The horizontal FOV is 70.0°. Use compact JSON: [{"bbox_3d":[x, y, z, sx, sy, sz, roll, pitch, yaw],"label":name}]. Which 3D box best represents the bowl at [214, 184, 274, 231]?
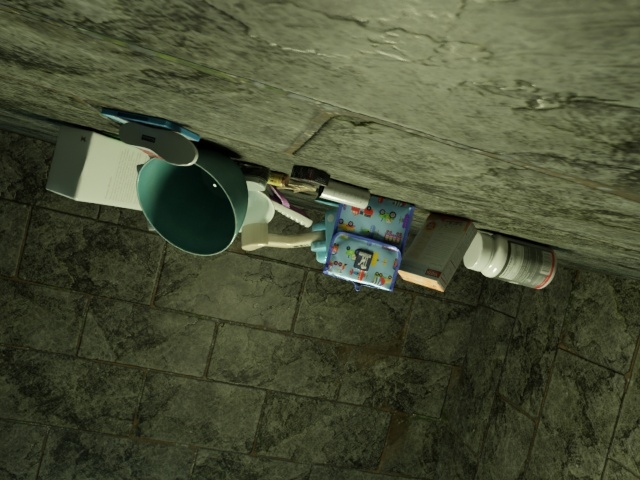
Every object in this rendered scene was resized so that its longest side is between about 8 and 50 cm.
[{"bbox_3d":[-0.307,-0.161,1.599,0.298,0.134,0.298,-1,149,-1],"label":"bowl"}]

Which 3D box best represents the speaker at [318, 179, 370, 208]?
[{"bbox_3d":[0.064,-0.128,1.245,0.136,0.055,0.055,13,-178,-17],"label":"speaker"}]

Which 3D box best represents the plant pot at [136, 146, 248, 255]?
[{"bbox_3d":[-0.309,-0.133,1.231,0.290,0.290,0.195,14,-142,15],"label":"plant pot"}]

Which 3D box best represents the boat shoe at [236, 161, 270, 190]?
[{"bbox_3d":[-0.246,-0.196,1.381,0.219,0.070,0.078,9,160,27],"label":"boat shoe"}]

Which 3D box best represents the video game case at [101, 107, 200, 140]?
[{"bbox_3d":[-0.360,-0.246,0.977,0.166,0.015,0.119,15,-178,19],"label":"video game case"}]

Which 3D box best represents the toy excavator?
[{"bbox_3d":[0.000,0.000,1.658,0.445,0.222,0.433,-10,167,31],"label":"toy excavator"}]

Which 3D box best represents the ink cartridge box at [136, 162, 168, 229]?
[{"bbox_3d":[-0.421,-0.146,1.358,0.066,0.189,0.232,0,-165,27],"label":"ink cartridge box"}]

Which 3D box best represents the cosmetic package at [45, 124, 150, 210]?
[{"bbox_3d":[-0.725,-0.242,1.677,0.161,0.230,0.453,17,-177,22],"label":"cosmetic package"}]

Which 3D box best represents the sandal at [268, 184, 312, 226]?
[{"bbox_3d":[-0.182,-0.187,1.931,0.416,0.102,0.169,31,-176,-43],"label":"sandal"}]

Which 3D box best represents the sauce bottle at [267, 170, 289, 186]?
[{"bbox_3d":[-0.159,-0.194,1.404,0.128,0.042,0.042,13,-179,18],"label":"sauce bottle"}]

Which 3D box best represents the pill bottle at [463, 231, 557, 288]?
[{"bbox_3d":[0.674,0.067,1.640,0.283,0.161,0.161,14,-179,-7],"label":"pill bottle"}]

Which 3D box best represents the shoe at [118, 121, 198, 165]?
[{"bbox_3d":[-0.328,-0.200,0.968,0.178,0.063,0.081,20,-177,9],"label":"shoe"}]

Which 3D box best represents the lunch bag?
[{"bbox_3d":[0.142,0.010,1.409,0.221,0.293,0.138,14,-178,4],"label":"lunch bag"}]

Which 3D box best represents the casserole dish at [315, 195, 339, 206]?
[{"bbox_3d":[0.065,-0.151,1.762,0.188,0.037,0.114,14,-179,45],"label":"casserole dish"}]

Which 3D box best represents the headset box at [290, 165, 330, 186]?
[{"bbox_3d":[-0.021,-0.157,1.119,0.083,0.032,0.062,17,-177,41],"label":"headset box"}]

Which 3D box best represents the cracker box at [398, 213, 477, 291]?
[{"bbox_3d":[0.362,0.032,1.426,0.156,0.232,0.067,16,155,48],"label":"cracker box"}]

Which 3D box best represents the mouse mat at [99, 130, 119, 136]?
[{"bbox_3d":[-0.644,-0.337,1.550,0.190,0.007,0.152,14,-179,-30],"label":"mouse mat"}]

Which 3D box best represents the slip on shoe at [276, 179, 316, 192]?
[{"bbox_3d":[-0.082,-0.178,1.525,0.135,0.041,0.051,13,-178,-19],"label":"slip on shoe"}]

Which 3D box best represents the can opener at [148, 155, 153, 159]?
[{"bbox_3d":[-0.452,-0.265,1.322,0.186,0.073,0.059,11,140,46],"label":"can opener"}]
